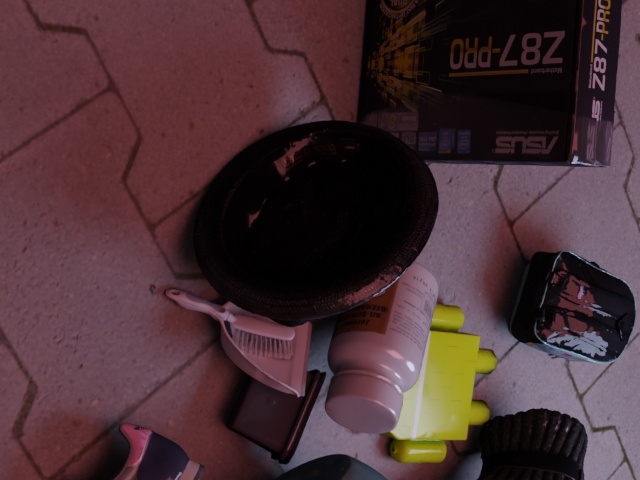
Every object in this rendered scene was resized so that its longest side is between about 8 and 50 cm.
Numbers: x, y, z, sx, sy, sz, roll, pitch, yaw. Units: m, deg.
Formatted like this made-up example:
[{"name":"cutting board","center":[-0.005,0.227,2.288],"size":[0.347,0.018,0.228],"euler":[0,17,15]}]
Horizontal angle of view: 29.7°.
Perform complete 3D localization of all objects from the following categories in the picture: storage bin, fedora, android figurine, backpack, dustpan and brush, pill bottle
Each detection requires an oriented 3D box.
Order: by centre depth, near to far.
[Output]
[{"name":"fedora","center":[0.000,0.000,1.596],"size":[0.334,0.334,0.152],"euler":[-48,151,-26]},{"name":"dustpan and brush","center":[-0.108,0.112,1.596],"size":[0.211,0.060,0.147],"euler":[16,42,-9]},{"name":"storage bin","center":[-0.065,0.223,1.642],"size":[0.091,0.098,0.135],"euler":[27,76,-9]},{"name":"pill bottle","center":[0.081,0.144,1.677],"size":[0.131,0.131,0.229],"euler":[43,48,-33]},{"name":"android figurine","center":[0.160,0.218,1.835],"size":[0.273,0.056,0.248],"euler":[7,90,-40]},{"name":"backpack","center":[0.412,0.115,1.967],"size":[0.188,0.144,0.166],"euler":[20,79,-15]}]

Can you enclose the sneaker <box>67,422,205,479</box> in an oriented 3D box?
[{"name":"sneaker","center":[-0.288,0.368,1.478],"size":[0.131,0.112,0.319],"euler":[40,71,-3]}]

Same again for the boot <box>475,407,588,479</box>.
[{"name":"boot","center":[0.244,0.386,1.856],"size":[0.131,0.348,0.260],"euler":[95,0,-51]}]

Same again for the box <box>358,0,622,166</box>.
[{"name":"box","center":[0.219,-0.261,1.628],"size":[0.097,0.395,0.318],"euler":[1,94,-41]}]

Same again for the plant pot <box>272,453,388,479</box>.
[{"name":"plant pot","center":[0.014,0.430,1.601],"size":[0.293,0.293,0.235],"euler":[-34,100,-32]}]
